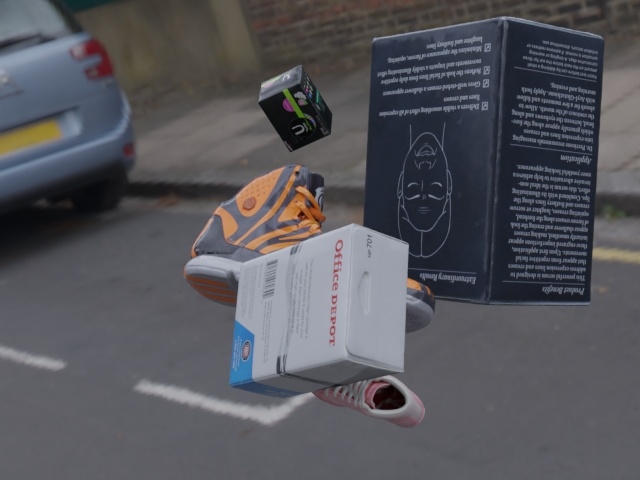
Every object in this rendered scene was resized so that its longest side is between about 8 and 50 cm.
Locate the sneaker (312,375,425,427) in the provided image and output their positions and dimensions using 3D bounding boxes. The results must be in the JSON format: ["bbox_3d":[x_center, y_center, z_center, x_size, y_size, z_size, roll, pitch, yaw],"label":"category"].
[{"bbox_3d":[0.041,0.152,1.292,0.134,0.051,0.070,20,-12,19],"label":"sneaker"}]

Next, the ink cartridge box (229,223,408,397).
[{"bbox_3d":[-0.003,0.076,1.271,0.082,0.139,0.191,20,-25,-37],"label":"ink cartridge box"}]

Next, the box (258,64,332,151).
[{"bbox_3d":[-0.031,-0.166,1.573,0.062,0.083,0.052,-23,31,19],"label":"box"}]

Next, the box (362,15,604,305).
[{"bbox_3d":[0.233,-0.107,1.842,0.212,0.395,0.294,4,0,-36],"label":"box"}]

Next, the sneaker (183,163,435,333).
[{"bbox_3d":[0.000,0.000,1.499,0.321,0.124,0.180,12,63,21],"label":"sneaker"}]
